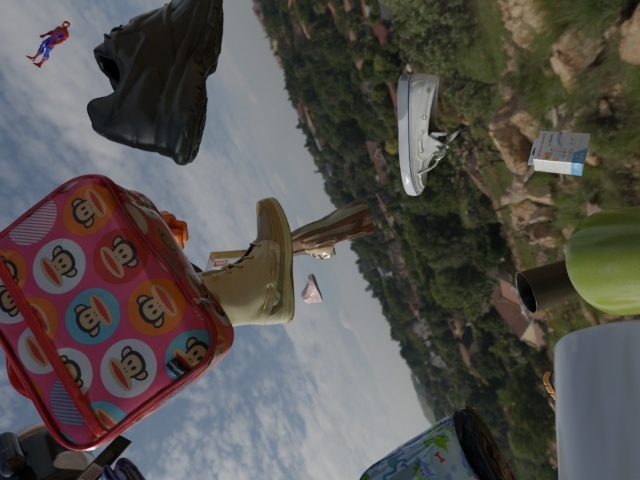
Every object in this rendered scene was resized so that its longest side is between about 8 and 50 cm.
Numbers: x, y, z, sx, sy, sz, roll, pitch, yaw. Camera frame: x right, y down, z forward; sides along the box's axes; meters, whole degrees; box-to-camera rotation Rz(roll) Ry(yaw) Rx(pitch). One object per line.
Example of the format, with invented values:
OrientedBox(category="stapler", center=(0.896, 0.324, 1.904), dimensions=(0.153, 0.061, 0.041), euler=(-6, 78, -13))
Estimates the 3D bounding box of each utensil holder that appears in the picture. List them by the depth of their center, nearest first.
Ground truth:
OrientedBox(category="utensil holder", center=(0.496, 0.339, 0.560), dimensions=(0.327, 0.328, 0.385), euler=(61, -145, -55))

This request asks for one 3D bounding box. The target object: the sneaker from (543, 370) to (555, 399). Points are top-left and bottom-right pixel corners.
OrientedBox(category="sneaker", center=(0.736, 0.470, 1.184), dimensions=(0.214, 0.084, 0.083), euler=(58, 138, 15))

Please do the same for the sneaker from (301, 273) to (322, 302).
OrientedBox(category="sneaker", center=(-0.040, 0.173, 1.443), dimensions=(0.051, 0.070, 0.134), euler=(-96, -8, -47))

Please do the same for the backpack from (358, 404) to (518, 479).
OrientedBox(category="backpack", center=(0.251, 0.588, 0.953), dimensions=(0.273, 0.356, 0.290), euler=(27, -146, -51))

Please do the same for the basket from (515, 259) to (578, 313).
OrientedBox(category="basket", center=(0.876, 0.156, 1.546), dimensions=(0.204, 0.227, 0.154), euler=(58, -168, -50))

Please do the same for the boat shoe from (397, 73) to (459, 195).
OrientedBox(category="boat shoe", center=(0.315, -0.293, 1.190), dimensions=(0.136, 0.157, 0.367), euler=(-55, -37, -49))

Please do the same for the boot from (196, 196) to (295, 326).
OrientedBox(category="boot", center=(-0.162, 0.047, 0.816), dimensions=(0.095, 0.204, 0.261), euler=(-1, 94, 64))

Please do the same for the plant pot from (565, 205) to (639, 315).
OrientedBox(category="plant pot", center=(0.763, 0.033, 0.915), dimensions=(0.293, 0.275, 0.274), euler=(86, 162, -82))

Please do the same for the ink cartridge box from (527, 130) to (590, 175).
OrientedBox(category="ink cartridge box", center=(0.678, -0.251, 1.185), dimensions=(0.090, 0.143, 0.092), euler=(23, -98, -58))

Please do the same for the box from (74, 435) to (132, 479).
OrientedBox(category="box", center=(-0.354, 0.390, 0.615), dimensions=(0.029, 0.162, 0.116), euler=(28, -175, 0))

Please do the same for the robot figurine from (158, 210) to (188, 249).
OrientedBox(category="robot figurine", center=(-0.497, -0.023, 1.192), dimensions=(0.128, 0.220, 0.158), euler=(101, 174, -75))

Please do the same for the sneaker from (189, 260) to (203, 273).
OrientedBox(category="sneaker", center=(-0.337, 0.142, 1.079), dimensions=(0.276, 0.098, 0.135), euler=(56, -164, 5))

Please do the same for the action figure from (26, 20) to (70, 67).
OrientedBox(category="action figure", center=(-0.570, -0.419, 0.875), dimensions=(0.038, 0.115, 0.030), euler=(45, -179, 12))

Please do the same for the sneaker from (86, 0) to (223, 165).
OrientedBox(category="sneaker", center=(-0.187, -0.227, 0.492), dimensions=(0.109, 0.130, 0.286), euler=(118, 158, -58))

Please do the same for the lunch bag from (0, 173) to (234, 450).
OrientedBox(category="lunch bag", center=(-0.284, 0.092, 0.522), dimensions=(0.293, 0.258, 0.120), euler=(52, 179, 9))

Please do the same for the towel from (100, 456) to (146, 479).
OrientedBox(category="towel", center=(-0.179, 0.416, 0.498), dimensions=(0.285, 0.209, 0.034), euler=(37, -147, 20))

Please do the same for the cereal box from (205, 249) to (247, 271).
OrientedBox(category="cereal box", center=(-0.356, 0.146, 1.558), dimensions=(0.173, 0.240, 0.047), euler=(-3, -146, -44))

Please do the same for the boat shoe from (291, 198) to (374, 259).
OrientedBox(category="boat shoe", center=(0.000, 0.000, 1.156), dimensions=(0.116, 0.325, 0.123), euler=(64, -172, -3))

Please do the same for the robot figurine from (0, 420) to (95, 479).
OrientedBox(category="robot figurine", center=(-0.514, 0.464, 0.776), dimensions=(0.278, 0.209, 0.174), euler=(19, -174, 43))
